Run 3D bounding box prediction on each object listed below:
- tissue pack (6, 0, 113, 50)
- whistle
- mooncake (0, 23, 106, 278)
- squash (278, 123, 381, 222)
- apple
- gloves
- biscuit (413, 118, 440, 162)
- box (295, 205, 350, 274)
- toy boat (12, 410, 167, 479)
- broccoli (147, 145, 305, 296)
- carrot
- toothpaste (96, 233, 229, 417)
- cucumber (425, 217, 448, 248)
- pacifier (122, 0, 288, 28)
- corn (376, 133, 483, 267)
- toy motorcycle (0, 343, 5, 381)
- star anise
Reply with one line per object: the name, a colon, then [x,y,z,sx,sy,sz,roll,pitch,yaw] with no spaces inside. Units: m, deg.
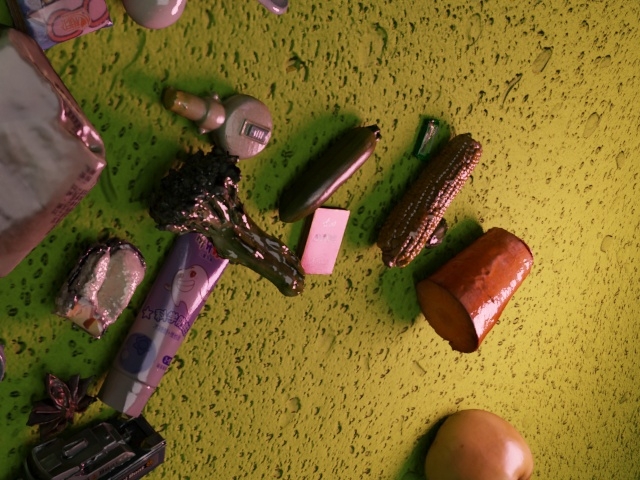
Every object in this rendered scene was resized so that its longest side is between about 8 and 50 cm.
tissue pack: [-0.339,-0.330,0.999,0.116,0.065,0.155,-30,127,-27]
whistle: [-0.154,-0.190,1.237,0.198,0.057,0.104,18,97,-46]
mooncake: [-0.410,-0.114,0.989,0.254,0.136,0.250,-42,131,-12]
squash: [0.021,-0.124,1.420,0.258,0.069,0.069,-46,133,-16]
apple: [0.389,0.555,1.970,0.262,0.262,0.262,-19,122,-34]
gloves: [-0.332,0.062,1.193,0.114,0.070,0.153,43,73,-36]
biscuit: [0.212,-0.202,1.590,0.046,0.016,0.089,9,104,-46]
box: [0.000,0.000,1.494,0.090,0.023,0.133,5,107,-45]
toy boat: [-0.391,0.368,1.256,0.296,0.114,0.122,-26,132,-31]
broccoli: [-0.126,-0.013,1.259,0.304,0.145,0.165,44,77,-33]
carrot: [0.356,0.099,1.747,0.254,0.196,0.195,-37,131,-23]
toothpaste: [-0.243,0.103,1.303,0.125,0.080,0.371,37,75,-42]
cucumber: [0.242,-0.011,1.661,0.107,0.035,0.067,-46,149,-65]
pacifier: [-0.178,-0.382,1.059,0.233,0.244,0.299,-39,165,20]
corn: [0.217,-0.082,1.599,0.319,0.097,0.097,-53,135,-11]
toy motorcycle: [-0.539,0.117,0.952,0.241,0.182,0.319,-35,131,-24]
star anise: [-0.400,0.241,1.224,0.124,0.056,0.129,-37,146,-26]
